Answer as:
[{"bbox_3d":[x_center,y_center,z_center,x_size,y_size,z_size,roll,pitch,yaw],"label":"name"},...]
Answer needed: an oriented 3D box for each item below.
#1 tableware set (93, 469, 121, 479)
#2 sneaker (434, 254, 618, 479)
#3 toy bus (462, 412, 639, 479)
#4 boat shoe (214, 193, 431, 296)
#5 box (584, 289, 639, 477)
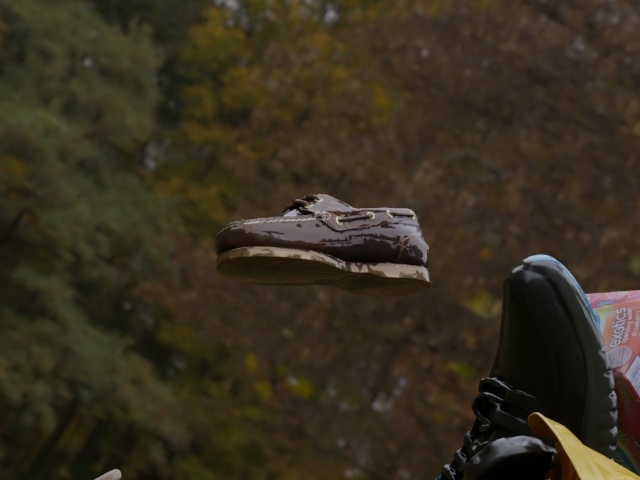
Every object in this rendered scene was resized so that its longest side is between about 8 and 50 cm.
[{"bbox_3d":[-0.165,0.225,1.147,0.020,0.141,0.168,91,-26,-54],"label":"tableware set"},{"bbox_3d":[0.156,0.182,1.437,0.140,0.340,0.125,-2,4,-9],"label":"sneaker"},{"bbox_3d":[0.176,0.256,1.227,0.211,0.220,0.149,24,21,-26],"label":"toy bus"},{"bbox_3d":[0.000,0.000,1.419,0.207,0.073,0.073,7,-19,-42],"label":"boat shoe"},{"bbox_3d":[0.336,0.184,1.823,0.123,0.128,0.257,-5,-52,45],"label":"box"}]
